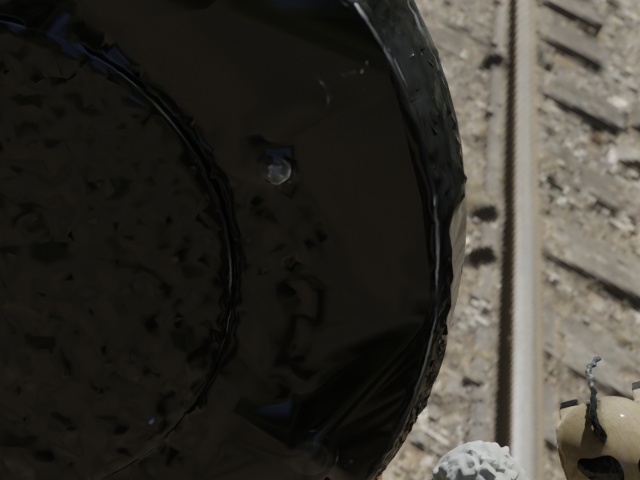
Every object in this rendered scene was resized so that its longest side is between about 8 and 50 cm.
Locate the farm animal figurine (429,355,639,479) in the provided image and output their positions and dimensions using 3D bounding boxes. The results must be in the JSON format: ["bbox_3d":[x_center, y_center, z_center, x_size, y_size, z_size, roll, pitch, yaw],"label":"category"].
[{"bbox_3d":[0.299,0.257,1.030,0.326,0.330,0.172,54,18,-5],"label":"farm animal figurine"}]

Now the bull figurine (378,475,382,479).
[{"bbox_3d":[0.018,0.361,1.602,0.188,0.101,0.310,4,62,-14],"label":"bull figurine"}]

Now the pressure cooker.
[{"bbox_3d":[-0.125,-0.055,0.615,0.375,0.370,0.420,29,19,-12],"label":"pressure cooker"}]
